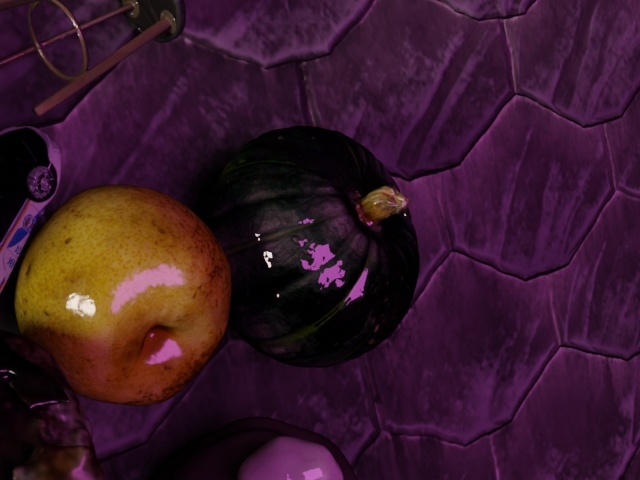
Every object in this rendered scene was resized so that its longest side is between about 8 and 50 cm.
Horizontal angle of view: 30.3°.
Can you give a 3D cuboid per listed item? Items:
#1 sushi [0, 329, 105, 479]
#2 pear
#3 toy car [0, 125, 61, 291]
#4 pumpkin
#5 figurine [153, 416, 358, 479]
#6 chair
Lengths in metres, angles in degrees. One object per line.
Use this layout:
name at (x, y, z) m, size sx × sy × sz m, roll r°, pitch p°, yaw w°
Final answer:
sushi at (-0.314, 0.217, 0.869) m, size 0.294 × 0.299 × 0.281 m, roll -3°, pitch 100°, yaw -36°
pear at (-0.181, 0.044, 1.064) m, size 0.197 × 0.197 × 0.197 m, roll 1°, pitch 88°, yaw -39°
toy car at (-0.293, -0.009, 1.032) m, size 0.205 × 0.095 × 0.056 m, roll -64°, pitch 147°, yaw -22°
pumpkin at (0.000, 0.000, 1.188) m, size 0.250 × 0.216 × 0.250 m, roll 35°, pitch 38°, yaw -33°
figurine at (-0.064, 0.351, 1.139) m, size 0.206 × 0.218 × 0.365 m, roll -8°, pitch 98°, yaw -69°
chair at (-0.207, -0.196, 1.091) m, size 0.095 × 0.104 × 0.221 m, roll 48°, pitch 53°, yaw 3°
